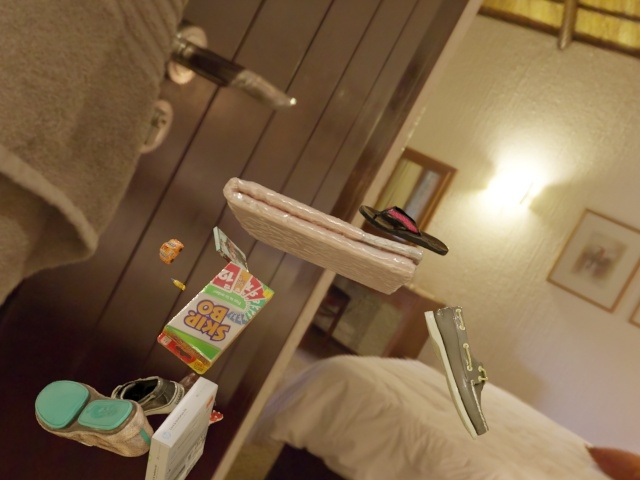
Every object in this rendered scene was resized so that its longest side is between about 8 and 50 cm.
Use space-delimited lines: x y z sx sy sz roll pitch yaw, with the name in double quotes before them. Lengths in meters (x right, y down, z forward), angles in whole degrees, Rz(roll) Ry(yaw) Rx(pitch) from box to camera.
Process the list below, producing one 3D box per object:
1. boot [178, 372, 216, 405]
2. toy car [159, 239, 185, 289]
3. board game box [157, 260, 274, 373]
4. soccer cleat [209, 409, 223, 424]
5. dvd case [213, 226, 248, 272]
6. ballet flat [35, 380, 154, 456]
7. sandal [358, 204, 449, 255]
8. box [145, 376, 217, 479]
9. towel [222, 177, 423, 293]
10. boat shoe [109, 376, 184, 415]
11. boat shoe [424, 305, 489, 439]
"boot" -0.313 0.371 1.480 0.114 0.037 0.106 -31 56 -32
"toy car" -0.327 0.048 1.456 0.122 0.060 0.040 53 -1 28
"board game box" -0.221 0.160 1.382 0.124 0.259 0.039 37 -40 6
"soccer cleat" -0.251 0.399 1.420 0.083 0.035 0.029 -10 14 17
"dvd case" -0.215 0.031 1.548 0.119 0.013 0.087 49 14 -38
"ballet flat" -0.415 0.336 1.175 0.316 0.107 0.106 2 -47 43
"sandal" 0.150 -0.029 1.124 0.179 0.040 0.067 23 24 -10
"box" -0.232 0.339 1.058 0.038 0.186 0.145 25 35 9
"towel" 0.000 0.000 1.090 0.317 0.053 0.332 23 -9 2
"boat shoe" -0.361 0.302 1.236 0.070 0.219 0.077 41 38 -37
"boat shoe" 0.315 0.281 1.417 0.109 0.091 0.305 69 5 -56
